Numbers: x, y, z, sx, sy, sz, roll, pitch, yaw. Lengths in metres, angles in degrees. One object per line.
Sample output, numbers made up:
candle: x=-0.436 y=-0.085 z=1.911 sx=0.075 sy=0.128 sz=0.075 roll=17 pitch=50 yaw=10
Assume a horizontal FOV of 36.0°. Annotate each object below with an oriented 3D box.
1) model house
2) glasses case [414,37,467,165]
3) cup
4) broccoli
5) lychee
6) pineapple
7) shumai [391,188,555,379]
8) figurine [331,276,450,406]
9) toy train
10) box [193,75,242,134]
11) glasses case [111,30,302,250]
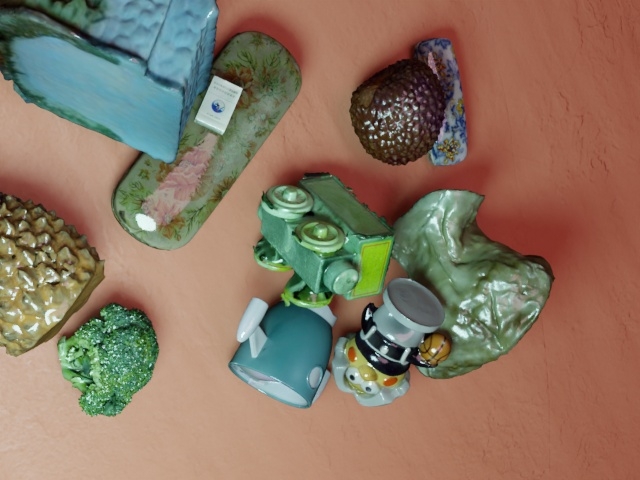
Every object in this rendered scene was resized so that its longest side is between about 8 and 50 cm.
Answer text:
model house: x=-0.279 y=-0.362 z=1.479 sx=0.297 sy=0.360 sz=0.339 roll=24 pitch=73 yaw=-2
glasses case: x=0.234 y=-0.270 z=1.923 sx=0.086 sy=0.065 sz=0.248 roll=-15 pitch=102 yaw=-24
cup: x=-0.053 y=0.188 z=1.763 sx=0.173 sy=0.167 sz=0.300 roll=-61 pitch=143 yaw=-20
broccoli: x=-0.343 y=0.192 z=1.616 sx=0.156 sy=0.195 sz=0.196 roll=-15 pitch=104 yaw=10
lychee: x=0.149 y=-0.229 z=1.820 sx=0.188 sy=0.188 sz=0.188 roll=-3 pitch=96 yaw=-27
pineapple: x=-0.510 y=-0.005 z=1.494 sx=0.357 sy=0.223 sz=0.223 roll=45 pitch=73 yaw=-4
shumai: x=0.236 y=0.072 z=1.863 sx=0.288 sy=0.292 sz=0.330 roll=42 pitch=97 yaw=-17
figurine: x=0.126 y=0.197 z=1.778 sx=0.176 sy=0.236 sz=0.133 roll=37 pitch=33 yaw=6
toy train: x=0.000 y=0.000 z=1.717 sx=0.188 sy=0.272 sz=0.159 roll=-10 pitch=126 yaw=-31
box: x=-0.169 y=-0.225 z=1.635 sx=0.054 sy=0.024 sz=0.083 roll=25 pitch=76 yaw=-12
glasses case: x=-0.190 y=-0.173 z=1.689 sx=0.156 sy=0.098 sz=0.425 roll=40 pitch=75 yaw=-18
